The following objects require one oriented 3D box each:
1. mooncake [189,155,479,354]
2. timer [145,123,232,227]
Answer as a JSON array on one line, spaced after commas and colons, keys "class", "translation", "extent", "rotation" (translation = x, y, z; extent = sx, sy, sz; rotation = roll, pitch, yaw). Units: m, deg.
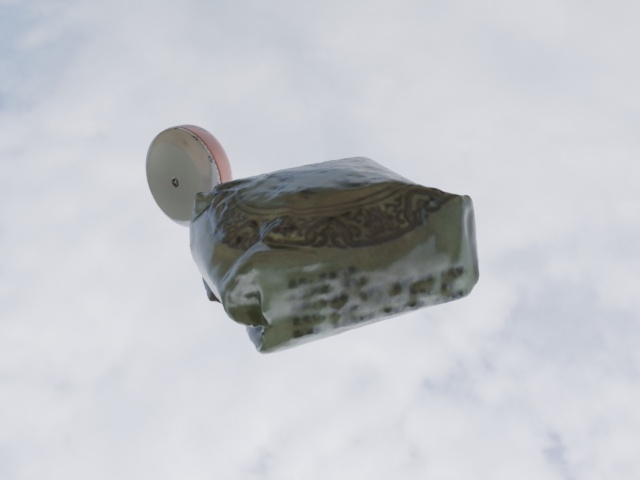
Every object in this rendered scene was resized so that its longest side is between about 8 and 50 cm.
[{"class": "mooncake", "translation": [0.000, -0.005, 0.641], "extent": [0.254, 0.136, 0.250], "rotation": [-12, -161, -21]}, {"class": "timer", "translation": [-0.161, -0.088, 0.835], "extent": [0.099, 0.136, 0.136], "rotation": [0, -130, 22]}]
